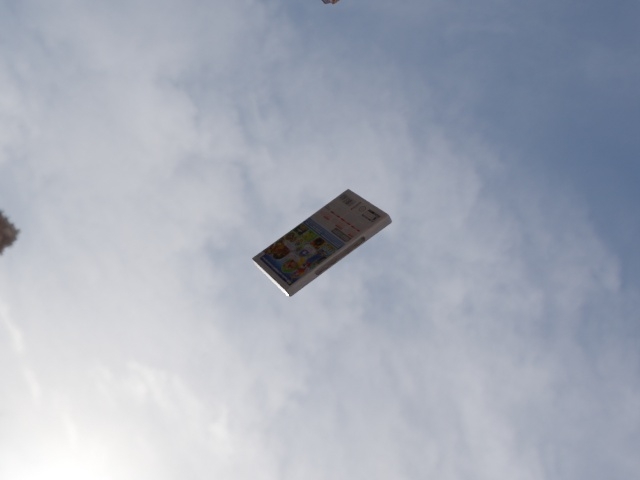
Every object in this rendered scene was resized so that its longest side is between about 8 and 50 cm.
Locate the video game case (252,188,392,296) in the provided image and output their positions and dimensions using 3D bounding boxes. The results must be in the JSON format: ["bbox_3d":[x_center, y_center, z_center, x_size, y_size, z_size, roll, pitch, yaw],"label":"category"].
[{"bbox_3d":[0.000,0.000,0.930,0.087,0.122,0.011,38,-19,57],"label":"video game case"}]

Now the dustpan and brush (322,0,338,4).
[{"bbox_3d":[0.007,-0.305,0.789,0.060,0.211,0.147,-28,-64,33],"label":"dustpan and brush"}]
